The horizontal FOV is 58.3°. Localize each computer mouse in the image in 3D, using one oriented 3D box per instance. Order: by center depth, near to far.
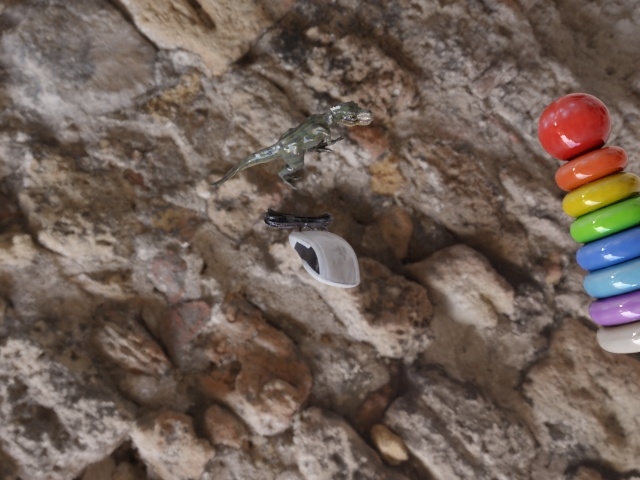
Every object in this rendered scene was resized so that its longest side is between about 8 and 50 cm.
[{"bbox_3d":[0.000,0.000,0.733,0.106,0.042,0.193,9,-160,-27],"label":"computer mouse"}]

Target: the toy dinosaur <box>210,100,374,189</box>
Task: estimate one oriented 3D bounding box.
[{"bbox_3d":[-0.037,-0.142,0.911,0.064,0.268,0.118,66,-168,19],"label":"toy dinosaur"}]

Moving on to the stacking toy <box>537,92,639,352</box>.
[{"bbox_3d":[0.366,-0.032,0.734,0.141,0.141,0.330,129,122,-74],"label":"stacking toy"}]
